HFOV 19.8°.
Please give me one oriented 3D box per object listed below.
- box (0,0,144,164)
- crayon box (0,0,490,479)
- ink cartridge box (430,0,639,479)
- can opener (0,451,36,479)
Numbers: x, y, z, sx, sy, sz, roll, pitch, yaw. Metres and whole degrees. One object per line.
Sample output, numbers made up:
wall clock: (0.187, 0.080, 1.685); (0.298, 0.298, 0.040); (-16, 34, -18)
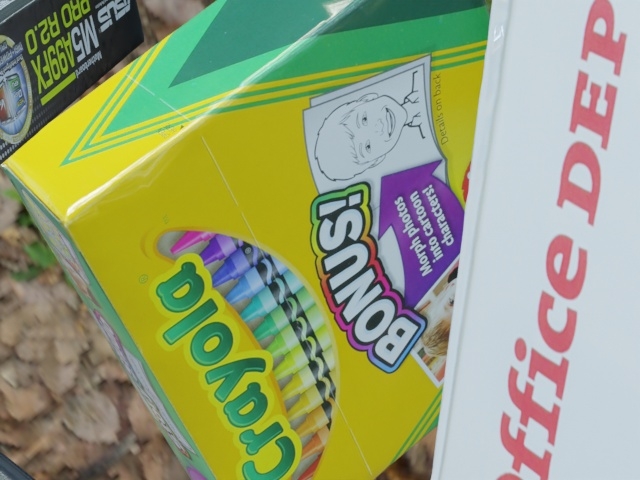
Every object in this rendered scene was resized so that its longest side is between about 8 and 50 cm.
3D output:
box: (-0.229, -0.075, 0.879); (0.216, 0.270, 0.060); (-5, 111, 16)
crayon box: (0.000, 0.000, 1.251); (0.313, 0.363, 0.106); (-39, 43, -15)
ink cartridge box: (0.161, 0.030, 0.333); (0.122, 0.211, 0.289); (-10, 29, -34)
can opener: (-0.062, 0.084, 0.410); (0.059, 0.073, 0.186); (-22, 32, -25)
